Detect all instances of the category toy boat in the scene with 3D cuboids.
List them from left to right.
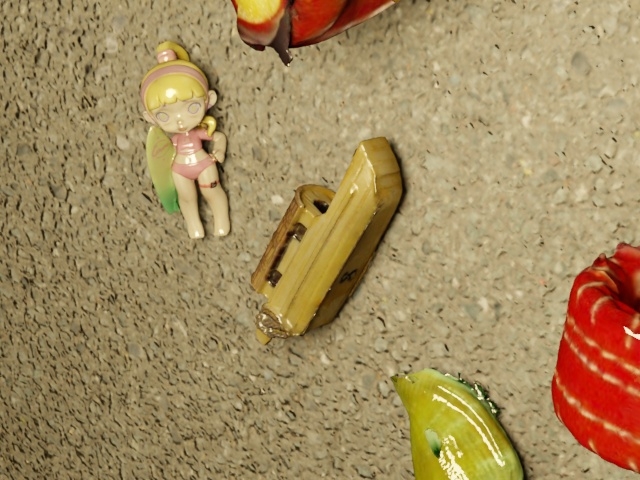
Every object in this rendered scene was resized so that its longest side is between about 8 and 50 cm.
[{"bbox_3d":[0.000,0.000,1.304,0.088,0.068,0.226,43,124,24],"label":"toy boat"}]

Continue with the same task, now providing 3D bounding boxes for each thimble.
[{"bbox_3d":[0.269,0.095,1.083,0.189,0.163,0.125,21,116,29],"label":"thimble"}]

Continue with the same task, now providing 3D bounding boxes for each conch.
[{"bbox_3d":[0.129,0.203,1.275,0.095,0.079,0.201,-17,85,19],"label":"conch"}]

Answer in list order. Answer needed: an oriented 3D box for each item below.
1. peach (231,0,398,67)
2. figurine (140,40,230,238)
[{"bbox_3d":[0.002,-0.335,1.131,0.258,0.201,0.362,123,128,-64],"label":"peach"},{"bbox_3d":[-0.126,-0.092,1.374,0.083,0.083,0.187,1,116,35],"label":"figurine"}]
